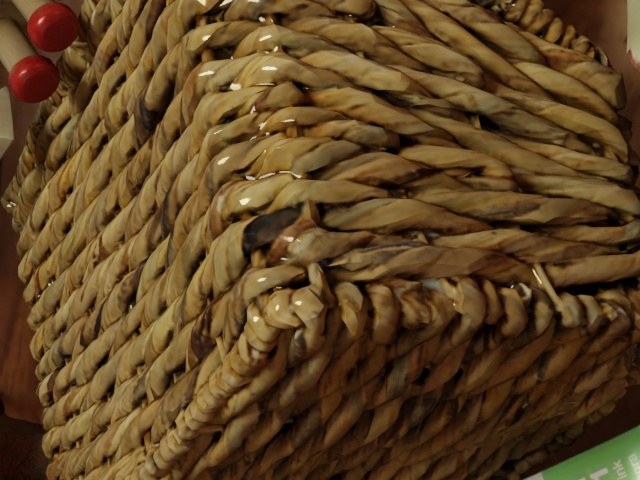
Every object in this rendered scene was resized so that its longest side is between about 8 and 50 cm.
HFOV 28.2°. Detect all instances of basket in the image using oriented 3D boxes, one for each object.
[{"bbox_3d":[0.000,0.000,0.570,0.213,0.223,0.299,1,149,-27],"label":"basket"}]

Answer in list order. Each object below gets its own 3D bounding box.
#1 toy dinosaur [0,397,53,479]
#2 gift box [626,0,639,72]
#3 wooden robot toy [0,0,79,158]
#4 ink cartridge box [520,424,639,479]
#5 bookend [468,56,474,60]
[{"bbox_3d":[-0.138,0.179,0.693,0.127,0.200,0.296,-34,107,28],"label":"toy dinosaur"},{"bbox_3d":[0.273,-0.092,0.400,0.255,0.276,0.258,39,119,-15],"label":"gift box"},{"bbox_3d":[-0.148,-0.108,0.533,0.079,0.076,0.173,4,124,-36],"label":"wooden robot toy"},{"bbox_3d":[0.103,0.173,0.618,0.219,0.160,0.092,-30,68,25],"label":"ink cartridge box"},{"bbox_3d":[0.043,-0.169,0.525,0.157,0.072,0.156,26,121,-2],"label":"bookend"}]
